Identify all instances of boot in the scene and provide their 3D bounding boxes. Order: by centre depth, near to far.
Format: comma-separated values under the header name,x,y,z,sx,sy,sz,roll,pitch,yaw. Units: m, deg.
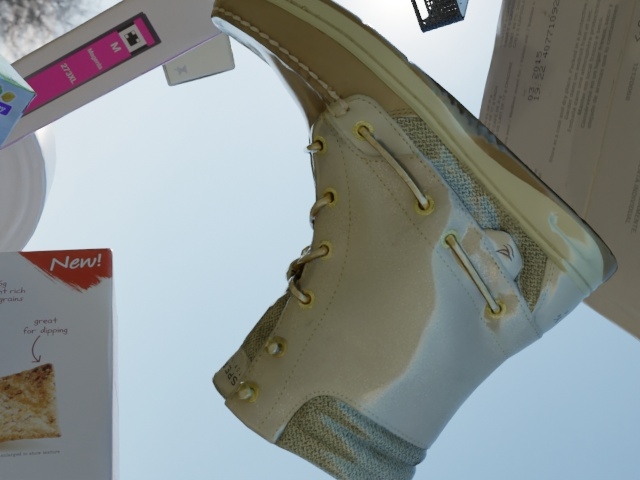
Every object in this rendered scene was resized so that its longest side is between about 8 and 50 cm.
name,x,y,z,sx,sy,sz,roll,pitch,yaw
boot,0.000,0.000,0.352,0.165,0.213,0.077,-49,-178,6

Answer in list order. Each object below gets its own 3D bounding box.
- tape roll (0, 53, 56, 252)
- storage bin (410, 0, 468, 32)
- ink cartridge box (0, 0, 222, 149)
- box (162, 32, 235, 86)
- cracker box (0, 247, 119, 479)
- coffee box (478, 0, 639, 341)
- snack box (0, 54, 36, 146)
name,x,y,z,sx,sy,sz,roll,pitch,yaw
tape roll,-0.440,-0.087,0.855,0.286,0.286,0.100,-63,-159,19
storage bin,0.228,-0.494,1.523,0.084,0.122,0.180,-12,-149,24
ink cartridge box,-0.159,-0.185,0.691,0.370,0.069,0.176,-24,-160,21
box,-0.184,-0.302,1.104,0.275,0.094,0.113,-115,-169,-65
cracker box,-0.172,0.109,0.359,0.067,0.155,0.232,101,-18,-45
coffee box,0.362,-0.113,0.647,0.338,0.334,0.338,-134,-129,-66
snack box,-0.206,-0.098,0.333,0.037,0.141,0.100,-50,-118,10
